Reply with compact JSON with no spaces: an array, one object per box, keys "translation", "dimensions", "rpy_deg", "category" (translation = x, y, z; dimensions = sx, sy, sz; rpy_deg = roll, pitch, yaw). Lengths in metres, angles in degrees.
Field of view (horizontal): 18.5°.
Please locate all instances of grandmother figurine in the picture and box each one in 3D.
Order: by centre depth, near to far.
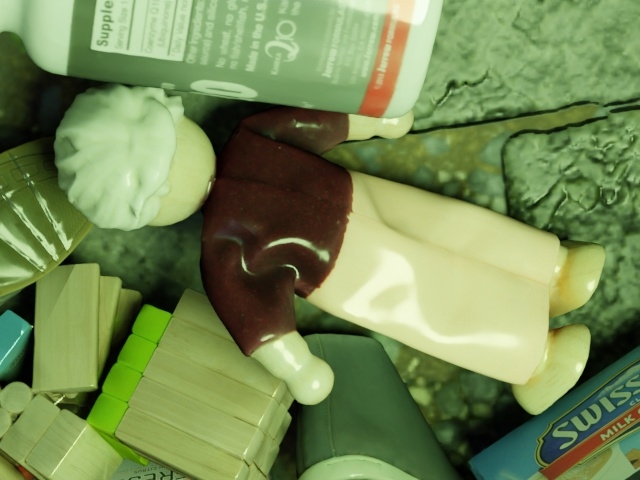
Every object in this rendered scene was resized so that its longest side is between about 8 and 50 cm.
[{"translation":[0.000,0.000,1.181],"dimensions":[0.342,0.208,0.104],"rpy_deg":[23,142,-16],"category":"grandmother figurine"}]

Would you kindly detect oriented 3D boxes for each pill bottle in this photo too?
[{"translation":[-0.079,-0.164,1.099],"dimensions":[0.283,0.161,0.161],"rpy_deg":[7,114,-6],"category":"pill bottle"}]

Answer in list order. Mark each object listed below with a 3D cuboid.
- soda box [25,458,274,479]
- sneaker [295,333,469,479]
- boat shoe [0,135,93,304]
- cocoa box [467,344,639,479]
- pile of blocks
[{"translation":[-0.122,0.176,1.307],"dimensions":[0.183,0.063,0.058],"rpy_deg":[-11,115,1],"category":"soda box"},{"translation":[0.060,0.142,1.299],"dimensions":[0.083,0.118,0.222],"rpy_deg":[-23,144,23],"category":"sneaker"},{"translation":[-0.228,0.017,1.201],"dimensions":[0.223,0.073,0.080],"rpy_deg":[-43,103,-19],"category":"boat shoe"},{"translation":[0.291,0.242,1.214],"dimensions":[0.231,0.228,0.347],"rpy_deg":[-34,114,1],"category":"cocoa box"},{"translation":[-0.181,0.104,1.261],"dimensions":[0.362,0.149,0.112],"rpy_deg":[-2,158,9],"category":"pile of blocks"}]
